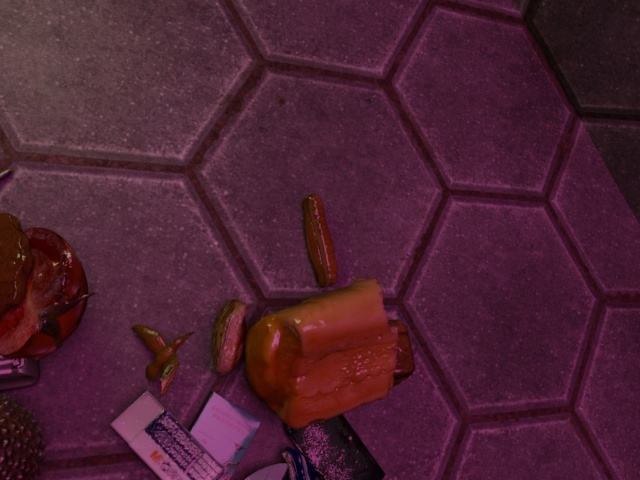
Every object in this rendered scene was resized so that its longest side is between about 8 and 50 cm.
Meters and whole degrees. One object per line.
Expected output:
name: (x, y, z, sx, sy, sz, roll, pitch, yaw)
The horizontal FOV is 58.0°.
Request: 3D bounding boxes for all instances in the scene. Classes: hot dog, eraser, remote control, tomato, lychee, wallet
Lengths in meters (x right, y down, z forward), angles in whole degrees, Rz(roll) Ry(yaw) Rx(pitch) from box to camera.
hot dog: (0.001, 0.000, 1.768, 0.068, 0.083, 0.289, -2, 77, -44)
eraser: (-0.374, 0.519, 1.429, 0.287, 0.086, 0.130, 43, 65, 9)
remote control: (-0.833, 0.297, 1.328, 0.335, 0.065, 0.128, -4, 81, -25)
tomato: (-0.662, 0.134, 1.377, 0.309, 0.170, 0.309, -9, 63, 18)
lychee: (-0.742, 0.456, 1.211, 0.300, 0.300, 0.300, 6, 75, -23)
wallet: (0.041, 0.601, 1.653, 0.172, 0.045, 0.318, -38, 94, -30)

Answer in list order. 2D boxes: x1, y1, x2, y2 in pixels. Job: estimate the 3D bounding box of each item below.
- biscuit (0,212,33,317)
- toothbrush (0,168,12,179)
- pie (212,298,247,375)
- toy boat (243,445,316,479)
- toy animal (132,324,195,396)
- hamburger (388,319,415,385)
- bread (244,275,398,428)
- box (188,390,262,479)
biscuit: (-0.777, 0.078, 1.323, 0.257, 0.049, 0.273, -30, 62, 7)
toothbrush: (-0.909, -0.095, 1.415, 0.321, 0.023, 0.031, -39, 102, -26)
pie: (-0.240, 0.257, 1.539, 0.084, 0.179, 0.205, 10, 80, -16)
toy boat: (-0.133, 0.694, 1.529, 0.291, 0.070, 0.210, -26, 96, -29)
toy animal: (-0.397, 0.292, 1.511, 0.155, 0.095, 0.219, -28, 59, -27)
hamburger: (0.203, 0.341, 1.745, 0.183, 0.130, 0.206, 1, 75, -26)
bread: (-0.015, 0.291, 1.562, 0.394, 0.250, 0.361, -12, 114, -27)
box: (-0.280, 0.541, 1.526, 0.162, 0.041, 0.229, 35, 66, -11)
